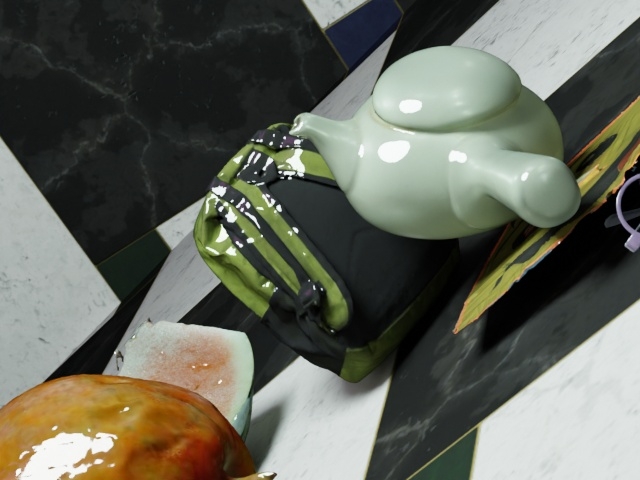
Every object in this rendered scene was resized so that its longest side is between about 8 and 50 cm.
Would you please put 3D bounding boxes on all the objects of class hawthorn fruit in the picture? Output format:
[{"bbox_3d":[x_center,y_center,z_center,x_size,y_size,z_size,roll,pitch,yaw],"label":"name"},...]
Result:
[{"bbox_3d":[-0.158,0.242,1.417,0.298,0.277,0.277,-22,21,24],"label":"hawthorn fruit"}]

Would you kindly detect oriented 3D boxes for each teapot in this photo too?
[{"bbox_3d":[0.147,-0.079,1.458,0.318,0.149,0.220,19,42,42],"label":"teapot"}]

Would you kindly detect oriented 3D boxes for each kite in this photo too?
[{"bbox_3d":[0.229,-0.053,1.470,0.377,0.013,0.327,-49,3,-17],"label":"kite"}]

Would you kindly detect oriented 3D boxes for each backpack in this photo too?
[{"bbox_3d":[0.000,0.000,1.617,0.207,0.253,0.140,-50,-9,-24],"label":"backpack"}]

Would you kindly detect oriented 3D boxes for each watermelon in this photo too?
[{"bbox_3d":[-0.186,0.226,1.717,0.224,0.180,0.305,-51,3,45],"label":"watermelon"}]

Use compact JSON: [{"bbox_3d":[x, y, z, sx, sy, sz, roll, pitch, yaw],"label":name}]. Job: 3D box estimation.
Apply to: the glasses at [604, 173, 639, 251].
[{"bbox_3d":[0.272,-0.034,1.297,0.140,0.062,0.104,-51,-10,-16],"label":"glasses"}]
